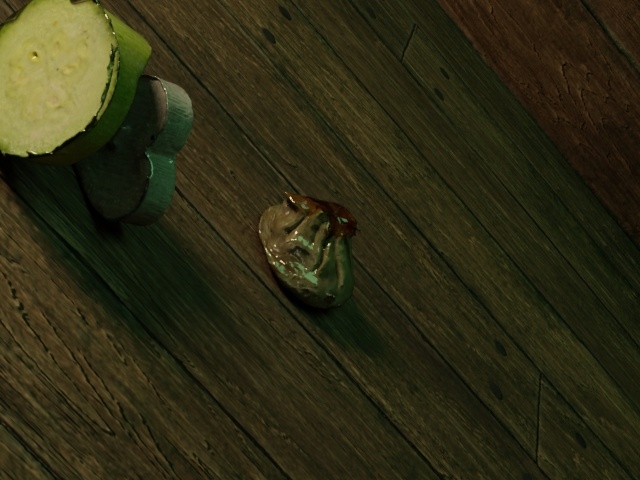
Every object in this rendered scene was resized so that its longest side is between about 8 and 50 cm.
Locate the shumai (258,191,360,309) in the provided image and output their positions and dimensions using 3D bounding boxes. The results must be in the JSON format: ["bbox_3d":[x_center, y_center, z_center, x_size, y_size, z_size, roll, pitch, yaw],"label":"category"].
[{"bbox_3d":[0.000,0.000,2.012,0.201,0.120,0.201,40,26,-24],"label":"shumai"}]

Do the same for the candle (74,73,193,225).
[{"bbox_3d":[-0.248,-0.117,1.691,0.168,0.192,0.068,16,-2,36],"label":"candle"}]

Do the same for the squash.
[{"bbox_3d":[-0.300,-0.176,1.592,0.133,0.220,0.220,39,26,-53],"label":"squash"}]
